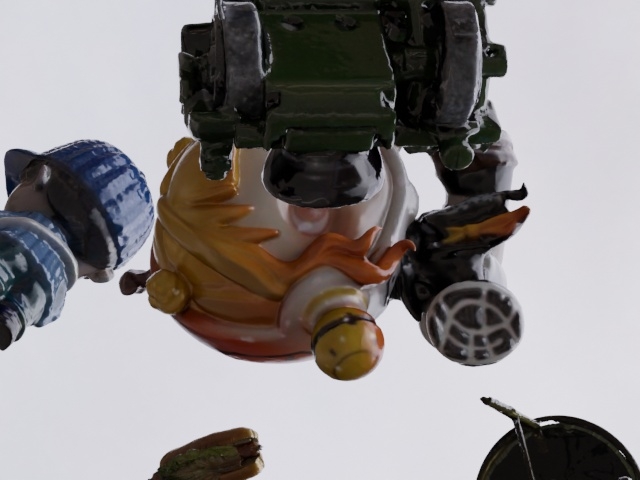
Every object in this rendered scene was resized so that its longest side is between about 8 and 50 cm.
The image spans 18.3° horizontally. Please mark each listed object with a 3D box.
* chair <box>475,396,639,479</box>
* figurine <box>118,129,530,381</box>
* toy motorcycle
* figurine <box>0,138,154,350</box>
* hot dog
[{"bbox_3d":[0.202,0.221,1.599,0.170,0.325,0.160,31,-83,21],"label":"chair"},{"bbox_3d":[0.001,0.004,1.624,0.320,0.323,0.196,-85,-176,-46],"label":"figurine"},{"bbox_3d":[0.011,-0.130,1.217,0.275,0.205,0.127,-101,-169,-50],"label":"toy motorcycle"},{"bbox_3d":[-0.149,-0.002,1.047,0.087,0.149,0.086,-28,-76,32],"label":"figurine"},{"bbox_3d":[-0.109,0.214,1.886,0.133,0.041,0.056,-20,-98,29],"label":"hot dog"}]
